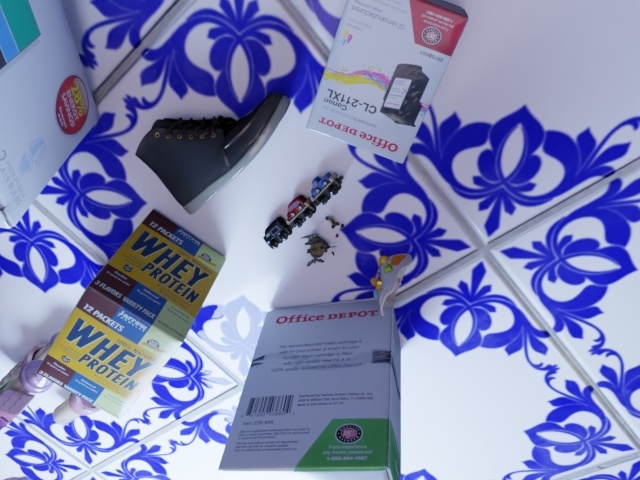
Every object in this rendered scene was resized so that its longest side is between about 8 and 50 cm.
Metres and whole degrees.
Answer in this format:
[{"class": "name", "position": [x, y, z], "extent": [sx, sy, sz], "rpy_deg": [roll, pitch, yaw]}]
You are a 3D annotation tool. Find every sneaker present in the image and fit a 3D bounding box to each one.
[{"class": "sneaker", "position": [-0.144, -0.134, 0.682], "extent": [0.118, 0.083, 0.222], "rpy_deg": [43, 120, -16]}]

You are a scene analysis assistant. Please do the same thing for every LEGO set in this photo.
[{"class": "LEGO set", "position": [0.003, 0.000, 0.779], "extent": [0.083, 0.023, 0.054], "rpy_deg": [-40, 110, 14]}]

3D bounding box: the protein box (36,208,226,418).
[{"class": "protein box", "position": [-0.267, 0.104, 0.780], "extent": [0.135, 0.200, 0.201], "rpy_deg": [35, 120, -12]}]

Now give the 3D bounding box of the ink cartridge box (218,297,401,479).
[{"class": "ink cartridge box", "position": [0.007, 0.226, 0.757], "extent": [0.210, 0.289, 0.122], "rpy_deg": [-7, 123, 14]}]

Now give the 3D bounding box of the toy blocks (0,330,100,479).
[{"class": "toy blocks", "position": [-0.522, 0.253, 0.872], "extent": [0.260, 0.289, 0.309], "rpy_deg": [-34, 107, 30]}]

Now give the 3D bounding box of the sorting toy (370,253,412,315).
[{"class": "sorting toy", "position": [0.097, 0.067, 0.767], "extent": [0.044, 0.075, 0.083], "rpy_deg": [16, 122, -1]}]

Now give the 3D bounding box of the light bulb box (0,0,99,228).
[{"class": "light bulb box", "position": [-0.487, -0.232, 0.553], "extent": [0.360, 0.225, 0.358], "rpy_deg": [9, 139, 5]}]

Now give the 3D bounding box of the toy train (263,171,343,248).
[{"class": "toy train", "position": [-0.028, -0.044, 0.751], "extent": [0.036, 0.027, 0.158], "rpy_deg": [46, 119, -6]}]

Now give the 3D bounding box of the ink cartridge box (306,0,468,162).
[{"class": "ink cartridge box", "position": [0.071, -0.194, 0.612], "extent": [0.127, 0.072, 0.175], "rpy_deg": [19, 122, -3]}]
